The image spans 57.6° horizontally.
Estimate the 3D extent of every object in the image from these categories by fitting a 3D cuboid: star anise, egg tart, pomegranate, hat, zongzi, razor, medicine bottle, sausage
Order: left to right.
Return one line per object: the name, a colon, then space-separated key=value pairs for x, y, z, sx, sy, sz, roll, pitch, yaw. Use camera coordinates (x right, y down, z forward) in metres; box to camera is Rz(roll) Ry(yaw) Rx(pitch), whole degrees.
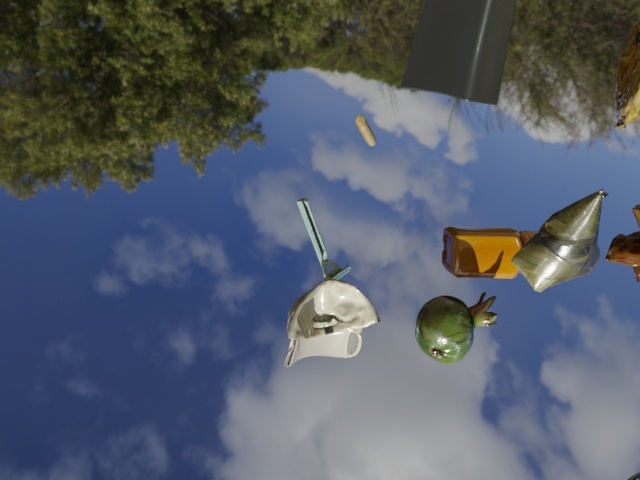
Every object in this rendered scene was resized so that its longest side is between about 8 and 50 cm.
razor: x=-0.007 y=0.000 z=1.796 sx=0.111 sy=0.056 sz=0.278 roll=-32 pitch=-77 yaw=-35
hat: x=0.004 y=0.199 z=1.377 sx=0.219 sy=0.226 sz=0.164 roll=-4 pitch=-111 yaw=-21
sausage: x=0.093 y=-0.221 z=1.182 sx=0.024 sy=0.024 sz=0.132 roll=37 pitch=180 yaw=19
pomegranate: x=0.305 y=0.189 z=1.292 sx=0.191 sy=0.152 sz=0.131 roll=-17 pitch=-129 yaw=-8
medicine bottle: x=0.411 y=0.026 z=1.388 sx=0.222 sy=0.112 sz=0.149 roll=1 pitch=-171 yaw=0
zongzi: x=0.519 y=-0.019 z=1.149 sx=0.220 sy=0.242 sz=0.112 roll=-9 pitch=-130 yaw=-40
star anise: x=0.580 y=-0.002 z=0.965 sx=0.196 sy=0.212 sz=0.111 roll=3 pitch=-107 yaw=-7
egg tart: x=0.485 y=-0.267 z=0.757 sx=0.132 sy=0.297 sz=0.297 roll=27 pitch=-149 yaw=15

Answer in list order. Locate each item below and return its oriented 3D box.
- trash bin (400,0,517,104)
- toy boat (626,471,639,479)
trash bin: x=0.263 y=-0.382 z=1.086 sx=0.115 sy=0.226 sz=0.165 roll=-8 pitch=-155 yaw=-44
toy boat: x=0.568 y=0.403 z=0.888 sx=0.261 sy=0.114 sz=0.115 roll=-11 pitch=169 yaw=11
